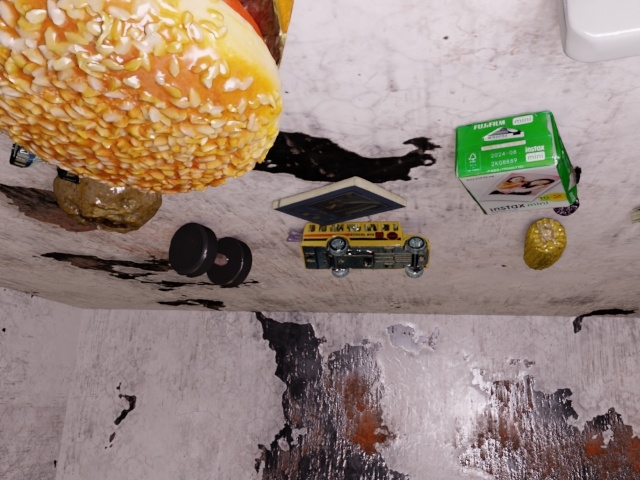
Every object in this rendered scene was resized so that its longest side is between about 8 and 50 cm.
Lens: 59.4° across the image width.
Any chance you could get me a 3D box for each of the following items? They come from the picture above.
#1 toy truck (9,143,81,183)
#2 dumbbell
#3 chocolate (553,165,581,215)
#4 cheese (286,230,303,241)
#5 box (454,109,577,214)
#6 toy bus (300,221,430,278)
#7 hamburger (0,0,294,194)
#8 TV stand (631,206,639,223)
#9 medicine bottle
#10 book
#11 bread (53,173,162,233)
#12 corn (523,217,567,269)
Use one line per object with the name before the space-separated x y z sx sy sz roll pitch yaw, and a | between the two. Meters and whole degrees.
toy truck | -0.407 -0.184 0.895 0.113 0.126 0.208 16 156 -37
dumbbell | -0.320 0.046 1.645 0.152 0.152 0.218 -7 162 30
chocolate | 0.503 -0.104 1.161 0.070 0.072 0.147 42 179 35
cheese | 0.000 0.000 1.628 0.191 0.042 0.105 7 163 -11
box | 0.351 -0.129 1.003 0.180 0.103 0.250 -6 162 29
toy bus | 0.121 0.019 1.504 0.335 0.123 0.121 -1 139 7
hamburger | -0.189 -0.199 0.572 0.330 0.250 0.330 2 164 1
TV stand | 0.841 -0.042 1.337 0.249 0.042 0.036 9 161 -23
medicine bottle | 0.335 -0.247 0.554 0.183 0.119 0.069 -5 159 20
book | 0.043 -0.087 1.345 0.269 0.025 0.191 -12 159 42
bread | -0.466 -0.091 1.245 0.230 0.123 0.230 0 165 0
corn | 0.592 0.018 1.487 0.101 0.101 0.310 -2 162 17
